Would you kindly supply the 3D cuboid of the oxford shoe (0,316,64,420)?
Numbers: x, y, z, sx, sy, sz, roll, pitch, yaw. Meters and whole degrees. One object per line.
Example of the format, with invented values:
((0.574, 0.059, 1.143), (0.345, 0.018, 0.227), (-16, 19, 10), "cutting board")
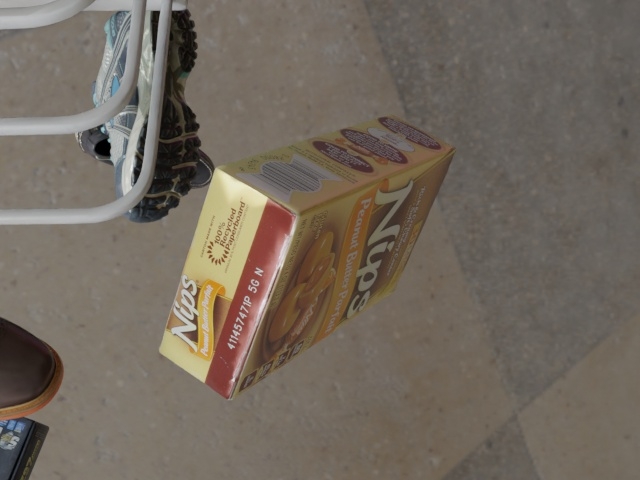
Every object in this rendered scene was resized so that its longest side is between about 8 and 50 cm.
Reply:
((-0.323, 0.062, 0.690), (0.272, 0.098, 0.096), (16, 58, -6), "oxford shoe")

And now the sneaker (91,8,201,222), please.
((-0.223, -0.159, 1.172), (0.110, 0.122, 0.282), (16, 75, -54), "sneaker")

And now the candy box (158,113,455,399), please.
((0.000, 0.000, 0.872), (0.316, 0.088, 0.182), (-25, 142, -56), "candy box")

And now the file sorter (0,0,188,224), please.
((-0.172, -0.151, 0.393), (0.193, 0.277, 0.173), (-1, 57, 0), "file sorter")

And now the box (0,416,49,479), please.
((-0.525, 0.312, 1.328), (0.059, 0.233, 0.183), (69, 38, -68), "box")

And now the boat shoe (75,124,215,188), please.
((-0.225, -0.106, 1.256), (0.206, 0.065, 0.075), (20, 107, -36), "boat shoe")
